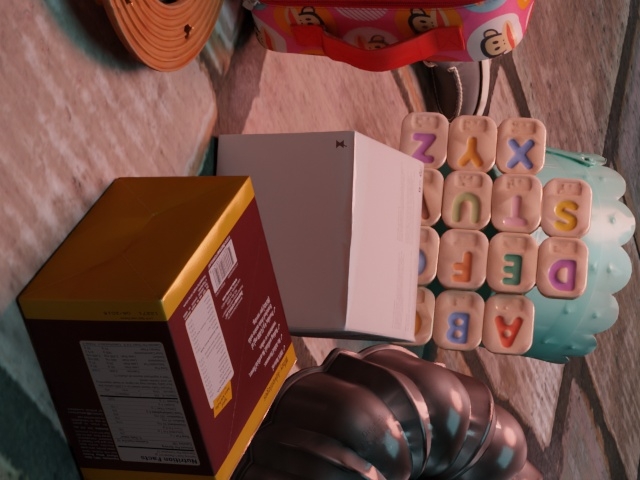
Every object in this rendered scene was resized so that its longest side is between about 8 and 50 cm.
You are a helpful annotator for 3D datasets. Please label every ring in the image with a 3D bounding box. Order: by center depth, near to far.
[{"bbox_3d":[-0.139,-0.316,1.425,0.336,0.032,0.336,6,90,-73],"label":"ring"}]

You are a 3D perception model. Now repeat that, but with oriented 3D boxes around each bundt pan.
[{"bbox_3d":[0.081,0.264,1.539,0.331,0.124,0.331,0,90,-33],"label":"bundt pan"}]

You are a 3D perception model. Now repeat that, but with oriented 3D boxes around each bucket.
[{"bbox_3d":[0.235,0.010,2.025,0.183,0.281,0.281,8,81,-27],"label":"bucket"}]

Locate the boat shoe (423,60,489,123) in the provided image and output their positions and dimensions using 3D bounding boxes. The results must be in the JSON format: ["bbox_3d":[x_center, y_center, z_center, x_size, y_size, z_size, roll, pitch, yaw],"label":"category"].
[{"bbox_3d":[0.145,-0.278,2.102,0.099,0.116,0.319,-23,130,-18],"label":"boat shoe"}]

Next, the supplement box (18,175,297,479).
[{"bbox_3d":[-0.128,0.075,1.371,0.191,0.129,0.194,-59,143,-51],"label":"supplement box"}]

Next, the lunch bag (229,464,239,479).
[{"bbox_3d":[-0.108,0.240,1.523,0.071,0.053,0.083,-44,140,-57],"label":"lunch bag"}]

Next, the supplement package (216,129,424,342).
[{"bbox_3d":[0.000,0.000,1.647,0.203,0.149,0.194,16,76,-66],"label":"supplement package"}]

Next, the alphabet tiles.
[{"bbox_3d":[0.166,-0.012,1.875,0.021,0.284,0.278,57,39,-76],"label":"alphabet tiles"}]

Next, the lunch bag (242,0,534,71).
[{"bbox_3d":[0.071,-0.269,1.634,0.120,0.293,0.258,73,28,-46],"label":"lunch bag"}]
